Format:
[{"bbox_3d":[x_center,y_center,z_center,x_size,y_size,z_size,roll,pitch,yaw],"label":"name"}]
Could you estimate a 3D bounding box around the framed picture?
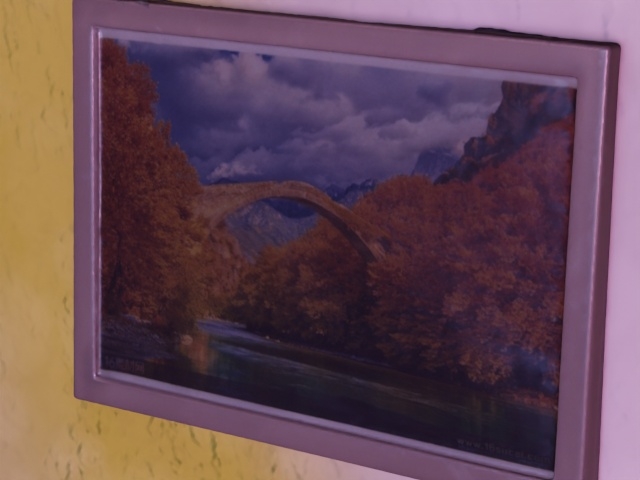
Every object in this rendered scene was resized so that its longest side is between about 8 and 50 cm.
[{"bbox_3d":[0.000,0.000,0.725,0.250,0.016,0.184,11,106,30],"label":"framed picture"}]
